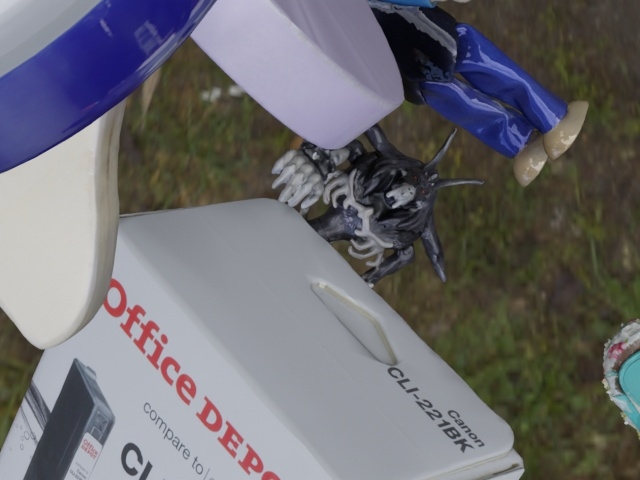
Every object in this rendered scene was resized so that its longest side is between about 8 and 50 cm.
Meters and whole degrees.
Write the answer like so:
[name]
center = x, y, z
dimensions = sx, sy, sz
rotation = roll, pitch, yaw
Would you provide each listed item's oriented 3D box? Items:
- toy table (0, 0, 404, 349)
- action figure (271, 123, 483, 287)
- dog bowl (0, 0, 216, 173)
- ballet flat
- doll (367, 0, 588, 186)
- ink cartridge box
[toy table]
center = -0.114, -0.111, 0.643
dimensions = 0.161, 0.252, 0.274
rotation = -37, 79, 16
[action figure]
center = 0.000, 0.000, 1.510
dimensions = 0.275, 0.141, 0.164
rotation = -28, 99, 3
[dog bowl]
center = -0.138, -0.143, 0.485
dimensions = 0.265, 0.104, 0.265
rotation = -1, 79, 6
[ballet flat]
center = 0.282, 0.146, 1.355
dimensions = 0.091, 0.077, 0.241
rotation = -30, 106, 12
[doll]
center = 0.054, -0.105, 1.032
dimensions = 0.189, 0.046, 0.129
rotation = 31, 150, -8
[ink cartridge box]
center = -0.055, 0.144, 0.901
dimensions = 0.197, 0.114, 0.273
rotation = 46, 123, 31
